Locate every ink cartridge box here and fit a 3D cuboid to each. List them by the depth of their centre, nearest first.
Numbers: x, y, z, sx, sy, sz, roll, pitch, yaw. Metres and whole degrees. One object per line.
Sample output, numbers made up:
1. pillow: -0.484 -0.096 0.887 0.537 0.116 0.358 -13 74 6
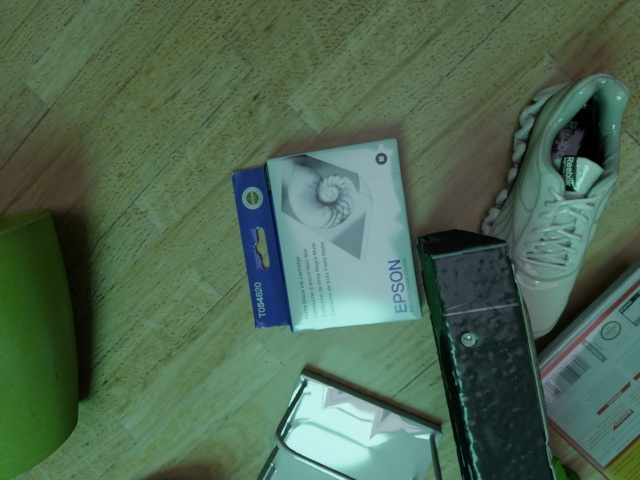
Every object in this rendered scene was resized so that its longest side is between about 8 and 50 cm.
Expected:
1. ink cartridge box: 0.000 0.000 0.522 0.224 0.045 0.223 -9 92 11

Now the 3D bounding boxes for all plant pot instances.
1. plant pot: -0.431 0.141 0.517 0.275 0.274 0.293 -10 108 11

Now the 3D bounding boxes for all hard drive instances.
1. hard drive: 0.159 0.160 0.408 0.064 0.237 0.338 -12 91 10

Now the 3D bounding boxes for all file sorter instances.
1. file sorter: 0.004 0.339 0.479 0.193 0.173 0.277 20 97 9

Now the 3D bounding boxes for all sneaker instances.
1. sneaker: 0.243 -0.030 0.442 0.110 0.118 0.291 10 97 8

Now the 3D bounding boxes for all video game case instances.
1. video game case: 0.376 0.183 0.424 0.285 0.025 0.204 43 96 8

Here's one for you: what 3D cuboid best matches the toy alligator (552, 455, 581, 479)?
1. toy alligator: 0.291 0.340 0.491 0.051 0.056 0.189 -8 93 -30
